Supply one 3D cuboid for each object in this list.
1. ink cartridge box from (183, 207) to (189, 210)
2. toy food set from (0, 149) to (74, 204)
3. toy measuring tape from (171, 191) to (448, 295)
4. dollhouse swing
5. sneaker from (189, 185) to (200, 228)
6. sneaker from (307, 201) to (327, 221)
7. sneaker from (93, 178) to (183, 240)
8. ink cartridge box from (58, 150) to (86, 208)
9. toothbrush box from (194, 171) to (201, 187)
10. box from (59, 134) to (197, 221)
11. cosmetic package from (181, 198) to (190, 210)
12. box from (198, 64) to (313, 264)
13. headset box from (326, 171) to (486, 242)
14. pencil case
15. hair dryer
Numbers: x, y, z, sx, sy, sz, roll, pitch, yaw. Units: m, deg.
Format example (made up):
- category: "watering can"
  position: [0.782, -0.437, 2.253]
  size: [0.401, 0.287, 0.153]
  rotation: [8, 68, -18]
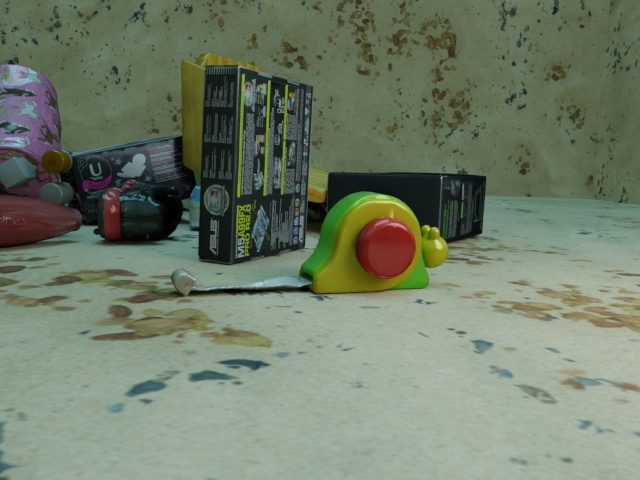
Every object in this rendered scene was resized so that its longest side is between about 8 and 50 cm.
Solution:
- category: "ink cartridge box"
  position: [-0.359, -0.060, 1.373]
  size: [0.115, 0.029, 0.063]
  rotation: [1, 8, -20]
- category: "toy food set"
  position: [-0.521, -0.077, 1.071]
  size: [0.232, 0.111, 0.104]
  rotation: [-29, 6, 4]
- category: "toy measuring tape"
  position: [0.000, 0.000, 0.693]
  size: [0.330, 0.121, 0.121]
  rotation: [0, 8, -20]
- category: "dollhouse swing"
  position: [-0.079, -0.249, 1.354]
  size: [0.305, 0.314, 0.347]
  rotation: [4, 7, 28]
- category: "sneaker"
  position: [-0.214, -0.076, 1.302]
  size: [0.088, 0.092, 0.229]
  rotation: [1, 6, 6]
- category: "sneaker"
  position: [-0.026, -0.084, 1.529]
  size: [0.094, 0.081, 0.208]
  rotation: [-5, 1, 7]
- category: "sneaker"
  position: [-0.311, -0.056, 1.095]
  size: [0.135, 0.097, 0.276]
  rotation: [1, 9, -7]
- category: "ink cartridge box"
  position: [-0.635, -0.143, 1.466]
  size: [0.086, 0.148, 0.203]
  rotation: [5, 9, 14]
- category: "toothbrush box"
  position: [-0.213, -0.209, 1.588]
  size: [0.206, 0.283, 0.122]
  rotation: [-6, 12, -45]
- category: "box"
  position: [-0.420, -0.140, 1.323]
  size: [0.247, 0.142, 0.163]
  rotation: [-17, 14, -31]
- category: "cosmetic package"
  position: [-0.298, -0.165, 1.749]
  size: [0.129, 0.153, 0.296]
  rotation: [5, 6, 31]
- category: "box"
  position: [-0.091, -0.111, 0.916]
  size: [0.060, 0.269, 0.216]
  rotation: [7, 9, 27]
- category: "headset box"
  position: [0.177, -0.074, 1.254]
  size: [0.247, 0.131, 0.283]
  rotation: [6, 9, 33]
- category: "pencil case"
  position: [-0.635, -0.221, 1.261]
  size: [0.167, 0.160, 0.386]
  rotation: [-33, 45, 4]
- category: "hair dryer"
  position: [-0.526, -0.036, 0.939]
  size: [0.294, 0.080, 0.223]
  rotation: [1, 7, -16]
